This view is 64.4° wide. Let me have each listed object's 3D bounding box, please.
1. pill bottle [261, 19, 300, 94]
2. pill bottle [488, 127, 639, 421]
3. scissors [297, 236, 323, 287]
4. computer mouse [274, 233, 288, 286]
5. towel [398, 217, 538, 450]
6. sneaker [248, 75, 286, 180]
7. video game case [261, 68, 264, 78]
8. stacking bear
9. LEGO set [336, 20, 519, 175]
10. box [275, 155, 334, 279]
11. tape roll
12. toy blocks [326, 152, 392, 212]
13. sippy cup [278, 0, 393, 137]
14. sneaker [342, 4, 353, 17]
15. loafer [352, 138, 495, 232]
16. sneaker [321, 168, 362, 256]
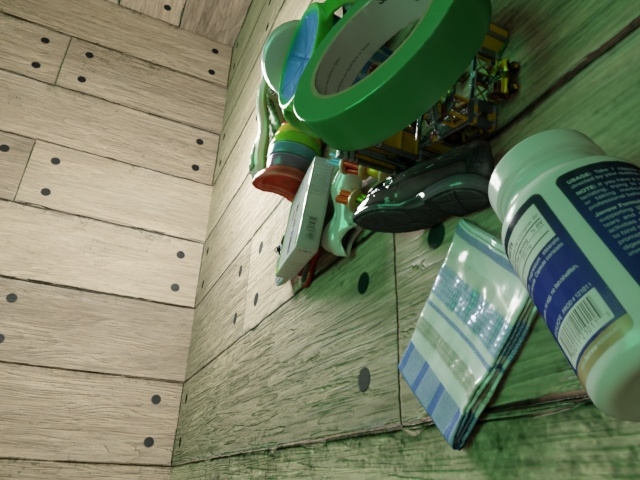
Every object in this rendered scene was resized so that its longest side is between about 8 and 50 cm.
[{"bbox_3d":[-0.056,-0.495,1.393,0.361,0.204,0.204,-91,21,-68],"label":"pill bottle"},{"bbox_3d":[0.267,0.015,0.479,0.265,0.153,0.153,-101,33,-46],"label":"pill bottle"},{"bbox_3d":[0.000,0.000,1.312,0.109,0.021,0.297,-101,31,-50],"label":"scissors"},{"bbox_3d":[-0.104,0.063,1.507,0.106,0.042,0.193,-53,26,36],"label":"computer mouse"},{"bbox_3d":[0.203,0.124,0.732,0.209,0.034,0.285,-125,51,-63],"label":"towel"},{"bbox_3d":[-0.102,-0.368,1.633,0.158,0.182,0.411,5,-89,-68],"label":"sneaker"},{"bbox_3d":[-0.191,-0.507,1.931,0.206,0.026,0.227,80,-177,-49],"label":"video game case"},{"bbox_3d":[-0.068,-0.280,1.477,0.164,0.175,0.289,-33,40,63],"label":"stacking bear"},{"bbox_3d":[0.147,-0.252,0.871,0.331,0.192,0.255,173,108,-67],"label":"LEGO set"},{"bbox_3d":[-0.045,-0.043,1.302,0.322,0.058,0.232,133,150,-69],"label":"box"},{"bbox_3d":[0.096,-0.287,0.776,0.321,0.077,0.321,-32,37,29],"label":"tape roll"},{"bbox_3d":[0.069,-0.124,1.079,0.148,0.054,0.123,22,98,34],"label":"toy blocks"},{"bbox_3d":[0.049,-0.375,1.141,0.305,0.224,0.240,-8,70,67],"label":"sippy cup"},{"bbox_3d":[0.123,-0.540,1.165,0.111,0.121,0.300,63,144,24],"label":"sneaker"},{"bbox_3d":[0.169,-0.082,0.853,0.302,0.109,0.095,-16,56,57],"label":"loafer"},{"bbox_3d":[0.069,-0.066,1.136,0.094,0.080,0.212,27,109,55],"label":"sneaker"}]
